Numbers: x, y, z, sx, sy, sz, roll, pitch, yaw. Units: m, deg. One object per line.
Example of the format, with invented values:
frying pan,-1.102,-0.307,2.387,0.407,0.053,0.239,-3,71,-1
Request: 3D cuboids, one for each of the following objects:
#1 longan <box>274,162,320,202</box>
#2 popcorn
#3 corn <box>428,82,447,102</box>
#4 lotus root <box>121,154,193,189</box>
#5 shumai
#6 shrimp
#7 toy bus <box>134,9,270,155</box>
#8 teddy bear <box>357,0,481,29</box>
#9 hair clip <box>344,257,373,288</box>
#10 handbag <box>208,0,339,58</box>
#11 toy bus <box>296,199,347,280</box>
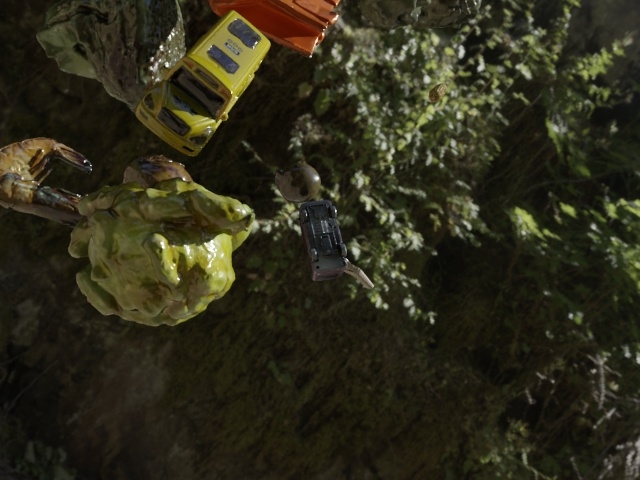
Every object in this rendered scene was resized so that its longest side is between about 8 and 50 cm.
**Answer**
longan,-0.061,-0.146,1.394,0.119,0.106,0.106,17,11,-23
popcorn,-0.292,0.019,1.032,0.335,0.279,0.274,18,3,17
corn,0.321,-0.405,1.520,0.037,0.037,0.092,42,40,1
lotus root,-0.562,-0.200,1.930,0.272,0.272,0.192,-137,-139,-62
shumai,-0.557,-0.527,1.487,0.348,0.395,0.395,8,3,-4
shrimp,-0.573,-0.125,1.223,0.289,0.178,0.075,19,-17,-17
toy bus,-0.220,-0.317,1.091,0.145,0.151,0.331,38,41,-17
teddy bear,0.219,-0.424,0.869,0.367,0.357,0.224,23,47,-80
hair clip,0.090,0.084,1.892,0.226,0.034,0.072,37,-25,20
handbag,-0.091,-0.653,1.429,0.303,0.116,0.410,25,45,-11
toy bus,0.000,0.000,1.304,0.098,0.087,0.178,107,-27,-64
